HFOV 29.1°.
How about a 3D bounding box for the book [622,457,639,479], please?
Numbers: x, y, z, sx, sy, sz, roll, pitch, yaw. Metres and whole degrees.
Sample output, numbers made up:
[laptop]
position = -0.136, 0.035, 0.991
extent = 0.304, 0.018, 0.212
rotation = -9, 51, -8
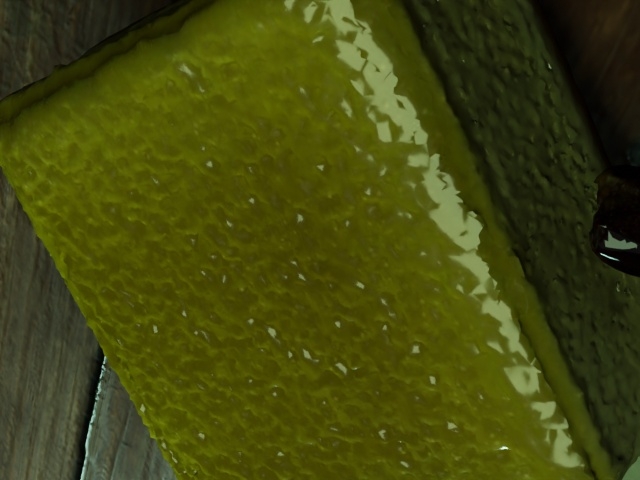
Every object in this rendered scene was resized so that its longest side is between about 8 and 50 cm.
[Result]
[book]
position = 0.146, 0.165, 0.817
extent = 0.161, 0.026, 0.231
rotation = 44, 135, 0

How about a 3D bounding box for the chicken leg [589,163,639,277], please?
[chicken leg]
position = 0.313, 0.047, 0.525
extent = 0.406, 0.158, 0.096
rotation = 17, 90, 22

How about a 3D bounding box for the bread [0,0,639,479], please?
[bread]
position = 0.000, 0.000, 0.701
extent = 0.323, 0.143, 0.333
rotation = -15, 107, 41
